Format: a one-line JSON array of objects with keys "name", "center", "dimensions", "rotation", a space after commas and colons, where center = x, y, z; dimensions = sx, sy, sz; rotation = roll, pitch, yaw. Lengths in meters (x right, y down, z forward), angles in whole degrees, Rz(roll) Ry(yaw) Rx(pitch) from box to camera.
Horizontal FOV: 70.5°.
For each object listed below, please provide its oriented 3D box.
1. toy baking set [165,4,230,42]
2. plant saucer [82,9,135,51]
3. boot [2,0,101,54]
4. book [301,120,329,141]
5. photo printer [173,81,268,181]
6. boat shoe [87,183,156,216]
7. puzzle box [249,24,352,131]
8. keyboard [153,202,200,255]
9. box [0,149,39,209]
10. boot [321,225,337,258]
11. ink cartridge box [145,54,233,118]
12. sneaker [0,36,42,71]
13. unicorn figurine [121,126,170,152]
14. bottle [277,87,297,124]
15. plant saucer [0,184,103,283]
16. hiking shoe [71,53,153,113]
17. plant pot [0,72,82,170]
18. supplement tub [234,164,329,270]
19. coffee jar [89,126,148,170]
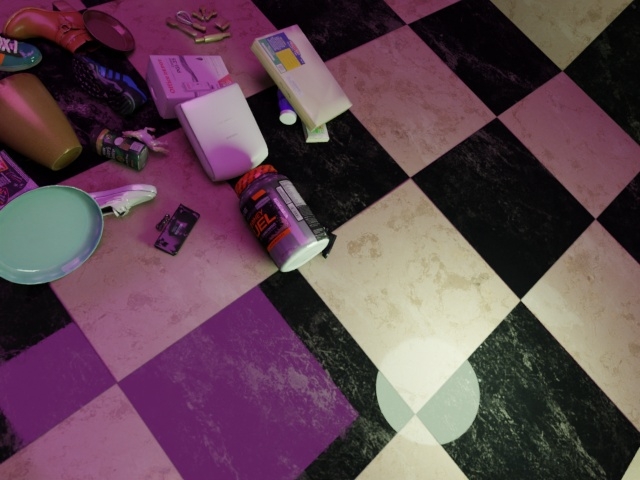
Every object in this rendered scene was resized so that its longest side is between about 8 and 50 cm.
[{"name": "toy baking set", "center": [-0.516, -0.922, 1.941], "dimensions": [0.256, 0.030, 0.197], "rotation": [-29, 74, -26]}, {"name": "plant saucer", "center": [-0.820, -0.799, 1.747], "dimensions": [0.198, 0.036, 0.199], "rotation": [32, 39, -30]}, {"name": "boot", "center": [-0.991, -0.762, 1.690], "dimensions": [0.220, 0.109, 0.283], "rotation": [47, 55, 3]}, {"name": "book", "center": [-0.025, -0.476, 1.880], "dimensions": [0.096, 0.035, 0.144], "rotation": [-4, 66, -22]}, {"name": "photo printer", "center": [-0.346, -0.382, 1.639], "dimensions": [0.256, 0.107, 0.308], "rotation": [-31, 106, -26]}, {"name": "boat shoe", "center": [-0.668, -0.119, 1.492], "dimensions": [0.258, 0.095, 0.084], "rotation": [-14, 75, -11]}, {"name": "puzzle box", "center": [-0.069, -0.664, 1.837], "dimensions": [0.409, 0.052, 0.272], "rotation": [54, 50, -6]}, {"name": "keyboard", "center": [-0.498, -0.043, 1.540], "dimensions": [0.108, 0.023, 0.180], "rotation": [29, 60, -10]}, {"name": "box", "center": [-0.897, -0.108, 1.319], "dimensions": [0.163, 0.247, 0.142], "rotation": [44, 63, 6]}, {"name": "boot", "center": [0.000, 0.000, 1.657], "dimensions": [0.099, 0.045, 0.121], "rotation": [27, 54, -6]}, {"name": "ink cartridge box", "center": [-0.486, -0.584, 1.715], "dimensions": [0.283, 0.117, 0.207], "rotation": [-16, 72, -34]}, {"name": "sneaker", "center": [-1.153, -0.673, 1.576], "dimensions": [0.302, 0.121, 0.108], "rotation": [-5, 68, -19]}, {"name": "unicorn figurine", "center": [-0.623, -0.364, 1.615], "dimensions": [0.162, 0.060, 0.111], "rotation": [26, 26, 17]}, {"name": "bottle", "center": [-0.120, -0.612, 1.875], "dimensions": [0.118, 0.092, 0.283], "rotation": [16, 62, -19]}, {"name": "plant saucer", "center": [-0.785, -0.021, 1.296], "dimensions": [0.043, 0.318, 0.317], "rotation": [31, 58, 27]}, {"name": "hiking shoe", "center": [-0.776, -0.579, 1.672], "dimensions": [0.304, 0.113, 0.132], "rotation": [40, 39, 3]}, {"name": "plant pot", "center": [-0.914, -0.358, 1.466], "dimensions": [0.254, 0.237, 0.237], "rotation": [46, 61, -10]}, {"name": "supplement tub", "center": [-0.140, -0.080, 1.559], "dimensions": [0.207, 0.207, 0.338], "rotation": [-29, 76, -26]}, {"name": "coffee jar", "center": [-0.697, -0.318, 1.564], "dimensions": [0.184, 0.096, 0.079], "rotation": [22, 59, -5]}]
